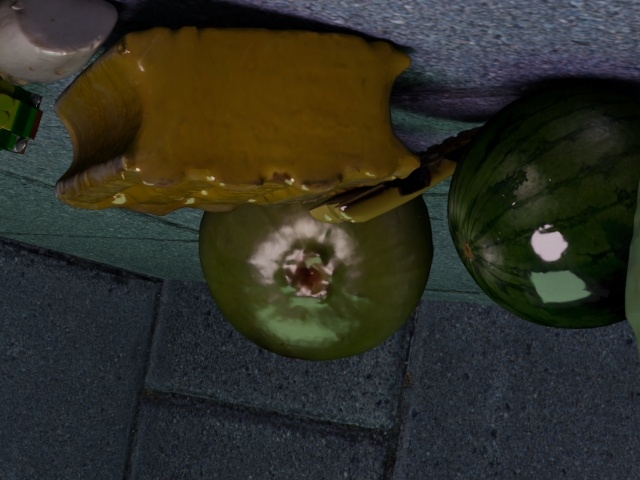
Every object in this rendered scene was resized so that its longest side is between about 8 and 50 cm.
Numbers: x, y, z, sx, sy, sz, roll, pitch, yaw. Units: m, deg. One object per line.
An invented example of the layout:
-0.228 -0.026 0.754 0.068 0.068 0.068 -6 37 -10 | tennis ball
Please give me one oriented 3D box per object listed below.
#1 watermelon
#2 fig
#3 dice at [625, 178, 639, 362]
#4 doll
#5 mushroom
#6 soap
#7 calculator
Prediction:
0.245 -0.033 1.238 0.242 0.242 0.242 9 172 1 | watermelon
0.000 0.000 1.650 0.316 0.316 0.316 9 172 1 | fig
0.456 0.022 1.052 0.322 0.330 0.318 5 169 39 | dice
-0.424 -0.166 1.552 0.134 0.106 0.186 17 176 29 | doll
-0.282 -0.191 1.266 0.116 0.093 0.225 -11 178 -31 | mushroom
-0.098 -0.107 1.293 0.293 0.156 0.335 -4 177 -21 | soap
0.107 -0.075 1.381 0.236 0.033 0.157 -29 -174 -12 | calculator
